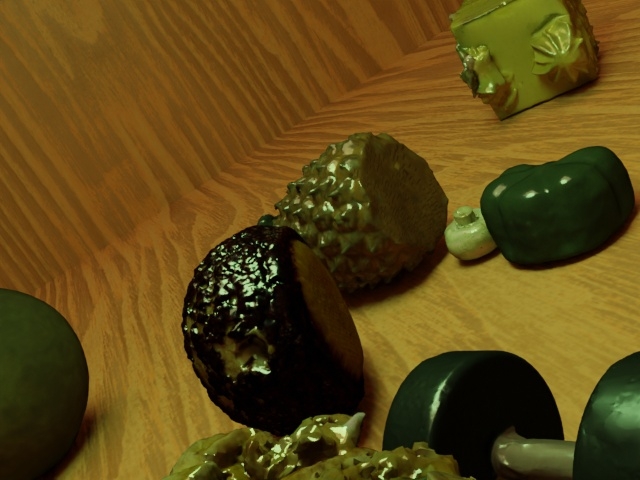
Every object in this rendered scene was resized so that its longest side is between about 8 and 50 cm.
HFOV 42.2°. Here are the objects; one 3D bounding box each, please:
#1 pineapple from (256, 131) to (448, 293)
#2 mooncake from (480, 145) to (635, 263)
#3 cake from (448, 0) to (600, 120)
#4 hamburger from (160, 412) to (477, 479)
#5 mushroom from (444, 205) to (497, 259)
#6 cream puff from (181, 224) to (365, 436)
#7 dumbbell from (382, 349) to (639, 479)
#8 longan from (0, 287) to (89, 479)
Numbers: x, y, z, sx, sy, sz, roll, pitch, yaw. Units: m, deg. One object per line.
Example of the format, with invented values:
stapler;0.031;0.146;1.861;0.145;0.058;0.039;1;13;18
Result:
pineapple;-0.001;-0.002;1.226;0.357;0.223;0.223;-31;12;41
mooncake;0.284;-0.048;1.000;0.175;0.104;0.168;-25;11;10
cake;0.388;-0.377;1.563;0.227;0.222;0.286;-22;19;31
hamburger;-0.002;0.232;0.437;0.211;0.245;0.260;-4;7;39
mushroom;0.201;-0.012;1.093;0.084;0.067;0.083;-23;23;11
cream puff;-0.053;0.104;0.899;0.165;0.239;0.239;-25;17;11
dumbbell;0.162;0.146;0.541;0.152;0.152;0.218;-42;20;-34
longan;-0.520;0.227;1.234;0.361;0.361;0.361;-28;16;9
